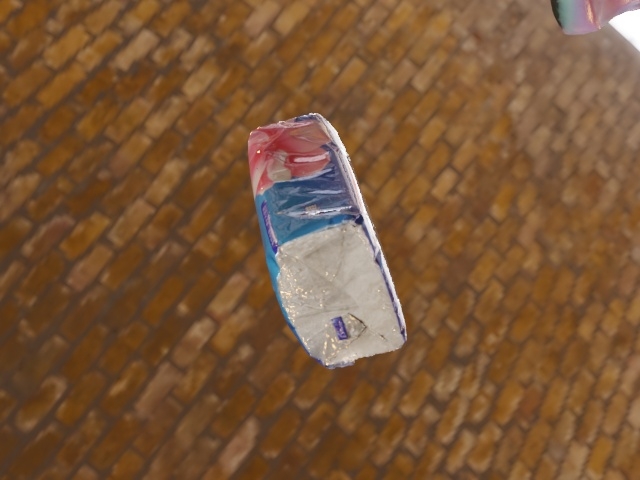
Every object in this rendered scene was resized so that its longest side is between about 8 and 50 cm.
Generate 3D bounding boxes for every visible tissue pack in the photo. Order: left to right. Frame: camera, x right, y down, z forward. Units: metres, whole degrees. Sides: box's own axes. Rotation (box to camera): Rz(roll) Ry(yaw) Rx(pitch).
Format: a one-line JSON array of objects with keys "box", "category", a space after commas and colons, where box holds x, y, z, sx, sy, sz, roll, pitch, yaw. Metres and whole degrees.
[{"box": [0.000, 0.000, 1.937, 0.269, 0.137, 0.209, -108, -5, -55], "category": "tissue pack"}]

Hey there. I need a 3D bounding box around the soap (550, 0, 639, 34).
[{"box": [0.167, -0.303, 0.939, 0.109, 0.324, 0.193, -8, -130, 11], "category": "soap"}]
